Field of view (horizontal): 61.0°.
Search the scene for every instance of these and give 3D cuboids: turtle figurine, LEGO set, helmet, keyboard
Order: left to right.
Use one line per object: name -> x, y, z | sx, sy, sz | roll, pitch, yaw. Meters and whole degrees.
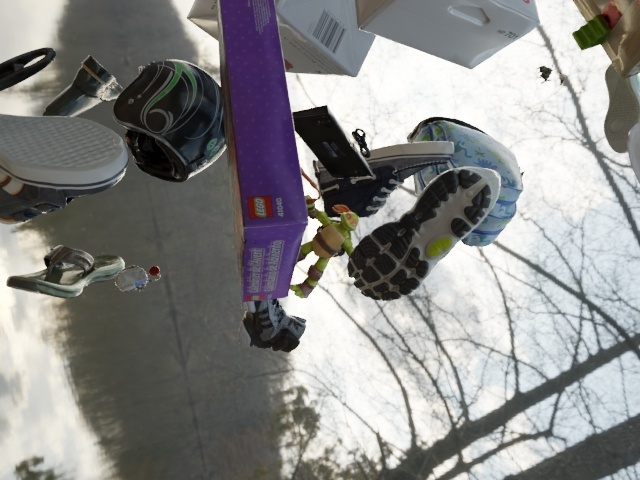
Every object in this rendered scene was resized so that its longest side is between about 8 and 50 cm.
helmet -> -0.214, -0.186, 0.815 | 0.162, 0.169, 0.169 | -63, 179, -26
turtle figurine -> 0.000, 0.000, 1.096 | 0.269, 0.217, 0.087 | 46, 20, -2
keyboard -> 0.032, -0.155, 0.876 | 0.180, 0.108, 0.023 | 43, 54, -52
LEGO set -> 0.604, -0.439, 1.432 | 0.083, 0.023, 0.054 | 15, -85, 29

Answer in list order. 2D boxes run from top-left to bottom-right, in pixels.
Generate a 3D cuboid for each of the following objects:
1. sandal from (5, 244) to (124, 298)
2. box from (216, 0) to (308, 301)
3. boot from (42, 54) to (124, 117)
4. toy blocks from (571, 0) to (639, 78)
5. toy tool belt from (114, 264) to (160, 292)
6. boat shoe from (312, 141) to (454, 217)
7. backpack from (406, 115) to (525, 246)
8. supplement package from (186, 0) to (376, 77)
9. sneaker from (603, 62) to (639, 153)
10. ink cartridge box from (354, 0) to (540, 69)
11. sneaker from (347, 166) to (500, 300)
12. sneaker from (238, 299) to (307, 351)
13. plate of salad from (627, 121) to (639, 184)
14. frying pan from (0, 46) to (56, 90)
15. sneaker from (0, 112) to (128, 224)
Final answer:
sandal -> -0.493, 0.048, 1.063 | 0.303, 0.120, 0.086 | -49, 148, -78
box -> -0.070, -0.105, 0.568 | 0.201, 0.057, 0.294 | 107, -25, -65
boot -> -0.452, -0.270, 1.035 | 0.077, 0.137, 0.198 | 43, -4, -6
toy blocks -> 0.645, -0.530, 1.097 | 0.261, 0.190, 0.382 | 89, -21, -73
toy tool belt -> -0.349, 0.073, 1.036 | 0.052, 0.083, 0.051 | 67, -25, 12
boat shoe -> 0.150, -0.136, 1.280 | 0.127, 0.340, 0.158 | -11, 96, -63
backpack -> 0.371, -0.151, 1.387 | 0.273, 0.290, 0.356 | 129, -19, -54
supplement package -> -0.052, -0.388, 0.880 | 0.292, 0.177, 0.175 | 25, -91, 49
sneaker -> 0.783, -0.313, 1.345 | 0.094, 0.151, 0.256 | -21, -126, 55
ink cartridge box -> 0.096, -0.260, 0.456 | 0.082, 0.139, 0.191 | -23, -113, 52
sneaker -> 0.153, -0.004, 0.792 | 0.275, 0.110, 0.107 | -41, -100, 32
sneaker -> -0.102, 0.165, 1.262 | 0.101, 0.153, 0.269 | -70, 176, -48
plate of salad -> 0.513, -0.084, 0.789 | 0.048, 0.199, 0.200 | -47, -126, 55
frying pan -> -0.482, -0.135, 0.652 | 0.053, 0.325, 0.198 | 42, 47, -72
sneaker -> -0.381, -0.093, 0.735 | 0.126, 0.320, 0.128 | -55, 149, -43
